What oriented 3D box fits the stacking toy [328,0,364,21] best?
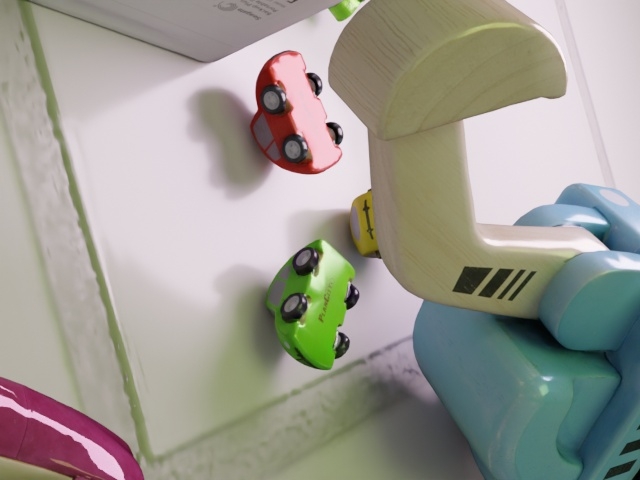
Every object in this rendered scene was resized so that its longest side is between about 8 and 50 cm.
[{"bbox_3d":[-0.003,-0.326,0.853,0.167,0.052,0.221,44,48,-32],"label":"stacking toy"}]

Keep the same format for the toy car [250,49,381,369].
[{"bbox_3d":[0.000,0.000,0.728,0.239,0.053,0.225,44,46,-34],"label":"toy car"}]

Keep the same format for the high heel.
[{"bbox_3d":[-0.184,0.078,0.461,0.244,0.082,0.117,40,14,-19],"label":"high heel"}]

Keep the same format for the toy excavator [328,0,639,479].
[{"bbox_3d":[0.165,0.049,0.713,0.445,0.433,0.222,3,33,-31],"label":"toy excavator"}]

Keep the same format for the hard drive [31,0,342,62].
[{"bbox_3d":[-0.017,-0.206,0.526,0.233,0.353,0.047,10,70,-51],"label":"hard drive"}]
